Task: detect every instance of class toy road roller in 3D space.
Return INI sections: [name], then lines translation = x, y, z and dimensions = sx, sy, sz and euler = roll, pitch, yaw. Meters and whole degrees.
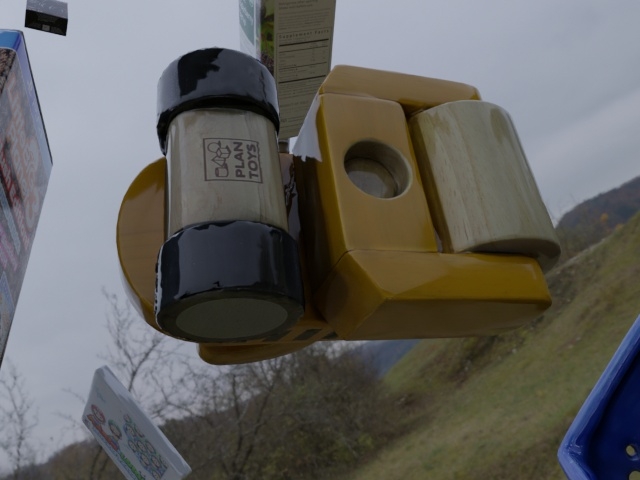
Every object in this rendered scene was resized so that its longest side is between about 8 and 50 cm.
[toy road roller]
translation = 0.000, 0.000, 0.496
dimensions = 0.330, 0.202, 0.240
euler = 1, -29, -17

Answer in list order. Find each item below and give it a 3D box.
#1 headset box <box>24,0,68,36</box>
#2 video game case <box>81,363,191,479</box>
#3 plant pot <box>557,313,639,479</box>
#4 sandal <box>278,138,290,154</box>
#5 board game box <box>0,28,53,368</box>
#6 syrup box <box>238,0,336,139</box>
[headset box]
translation = -0.446, -0.370, 0.944
dimensions = 0.062, 0.083, 0.032
euler = 6, -51, -28
[video game case]
translation = -0.222, 0.238, 0.681
dimensions = 0.019, 0.157, 0.143
euler = -32, -18, -43
[plant pot]
translation = 0.350, 0.160, 0.419
dimensions = 0.236, 0.212, 0.236
euler = -61, -3, 5
[sandal]
translation = -0.107, -0.147, 1.015
dimensions = 0.302, 0.086, 0.120
euler = -63, 6, -31
[board game box]
translation = -0.329, -0.007, 0.370
dimensions = 0.232, 0.291, 0.141
euler = 2, -40, -12
[syrup box]
translation = -0.044, -0.248, 0.706
dimensions = 0.096, 0.093, 0.236
euler = -15, -42, -18
